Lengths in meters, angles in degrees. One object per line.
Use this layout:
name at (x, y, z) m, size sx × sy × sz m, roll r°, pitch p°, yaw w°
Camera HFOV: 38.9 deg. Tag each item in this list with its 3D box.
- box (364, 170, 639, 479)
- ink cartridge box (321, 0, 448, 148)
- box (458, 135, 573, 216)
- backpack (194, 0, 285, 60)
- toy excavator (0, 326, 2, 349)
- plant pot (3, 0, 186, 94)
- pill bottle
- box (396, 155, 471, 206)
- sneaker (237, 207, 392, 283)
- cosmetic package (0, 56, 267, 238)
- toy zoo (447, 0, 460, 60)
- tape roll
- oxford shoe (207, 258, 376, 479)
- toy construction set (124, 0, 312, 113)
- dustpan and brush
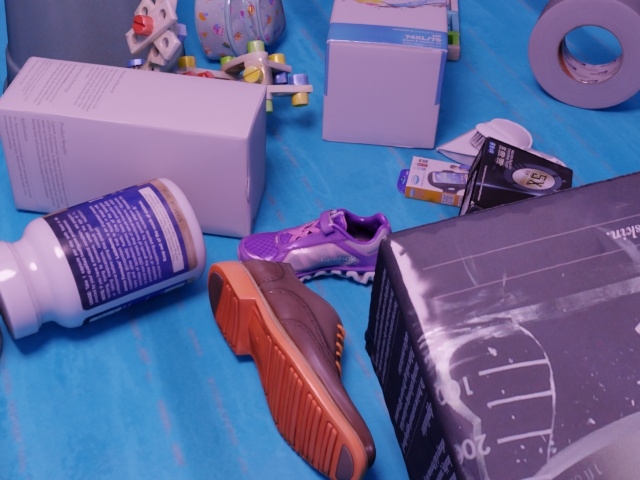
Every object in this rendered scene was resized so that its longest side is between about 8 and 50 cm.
box at (0.335, 0.199, 0.811) m, size 0.480 × 0.297 × 0.472 m, roll -14°, pitch 65°, yaw -6°
ink cartridge box at (0.113, -0.323, 1.583) m, size 0.197 × 0.198 × 0.270 m, roll 5°, pitch 42°, yaw 3°
box at (0.292, -0.055, 1.365) m, size 0.147 × 0.077 × 0.180 m, roll 23°, pitch 43°, yaw 1°
backpack at (-0.153, -0.428, 1.706) m, size 0.144 × 0.166 × 0.188 m, roll 12°, pitch 44°, yaw 23°
toy excavator at (-0.676, 0.055, 1.137) m, size 0.433 × 0.222 × 0.445 m, roll -22°, pitch 62°, yaw -26°
plant pot at (-0.391, -0.408, 1.544) m, size 0.341 × 0.334 × 0.341 m, roll 3°, pitch 41°, yaw -2°
pill bottle at (-0.299, 0.025, 1.200) m, size 0.265 × 0.153 × 0.153 m, roll -22°, pitch 48°, yaw -26°
box at (0.193, -0.095, 1.461) m, size 0.136 × 0.028 × 0.081 m, roll 12°, pitch 43°, yaw 6°
sneaker at (0.000, 0.000, 1.286) m, size 0.236 × 0.104 × 0.095 m, roll 0°, pitch 43°, yaw -2°
cosmetic package at (-0.269, -0.137, 1.353) m, size 0.365 × 0.197 × 0.155 m, roll 8°, pitch 41°, yaw 2°
toy zoo at (0.187, -0.463, 1.869) m, size 0.192 × 0.030 × 0.293 m, roll 5°, pitch 42°, yaw 2°
tape roll at (0.486, -0.347, 1.619) m, size 0.219 × 0.219 × 0.072 m, roll 17°, pitch 43°, yaw 15°
oxford shoe at (-0.013, 0.138, 1.119) m, size 0.133 × 0.130 × 0.363 m, roll -11°, pitch 45°, yaw -27°
toy construction set at (-0.190, -0.265, 1.454) m, size 0.215 × 0.328 × 0.151 m, roll -7°, pitch 74°, yaw 39°
dustpan and brush at (0.316, -0.150, 1.506) m, size 0.147 × 0.060 × 0.211 m, roll -29°, pitch 51°, yaw -31°
